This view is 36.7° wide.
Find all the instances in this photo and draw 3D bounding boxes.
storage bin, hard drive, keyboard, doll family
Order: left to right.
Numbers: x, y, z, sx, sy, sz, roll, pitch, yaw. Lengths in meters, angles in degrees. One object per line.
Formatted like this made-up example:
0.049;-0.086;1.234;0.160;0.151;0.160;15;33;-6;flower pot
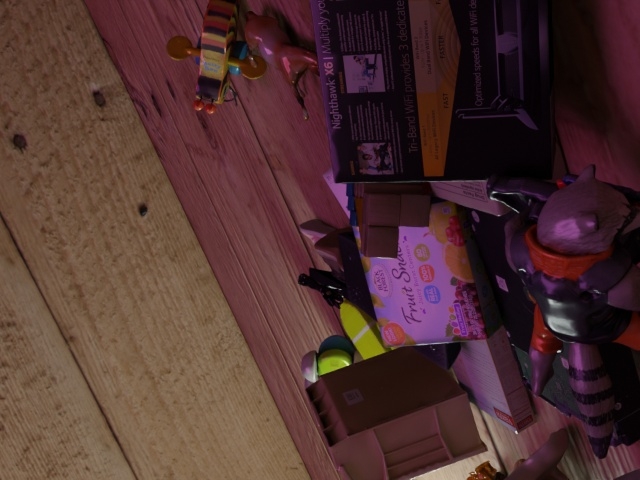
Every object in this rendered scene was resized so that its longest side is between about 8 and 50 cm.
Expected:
0.056;0.104;1.876;0.317;0.202;0.033;25;102;63;keyboard
0.127;0.318;1.764;0.262;0.261;0.123;-124;15;-71;storage bin
0.134;0.091;1.612;0.255;0.054;0.172;34;147;41;hard drive
0.330;0.476;1.736;0.163;0.118;0.263;58;163;15;doll family
0.306;0.083;1.268;0.338;0.064;0.237;69;166;-19;hard drive

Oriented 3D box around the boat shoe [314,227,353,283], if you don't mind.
0.077;0.045;1.863;0.092;0.103;0.285;59;165;-20;boat shoe

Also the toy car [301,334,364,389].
0.041;0.299;2.320;0.182;0.159;0.136;82;-169;-48;toy car

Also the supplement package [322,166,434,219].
0.107;-0.064;1.518;0.105;0.105;0.179;-42;74;37;supplement package

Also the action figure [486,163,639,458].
0.306;0.066;0.945;0.341;0.178;0.330;12;145;39;action figure

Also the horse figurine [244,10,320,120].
-0.076;-0.340;1.763;0.263;0.066;0.174;51;166;26;horse figurine

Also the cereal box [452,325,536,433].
0.264;0.186;1.605;0.173;0.047;0.240;29;145;62;cereal box

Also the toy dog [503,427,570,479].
0.369;0.569;1.476;0.408;0.285;0.395;48;149;19;toy dog

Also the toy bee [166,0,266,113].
-0.202;-0.343;1.962;0.195;0.162;0.298;1;140;20;toy bee

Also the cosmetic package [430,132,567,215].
0.173;-0.200;1.166;0.160;0.113;0.309;27;142;62;cosmetic package

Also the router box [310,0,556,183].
0.120;-0.214;1.019;0.081;0.243;0.308;-61;-32;-59;router box

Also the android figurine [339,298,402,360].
0.124;0.218;2.050;0.272;0.056;0.248;58;163;12;android figurine

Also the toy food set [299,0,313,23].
-0.010;-0.385;1.572;0.082;0.020;0.083;64;163;-6;toy food set

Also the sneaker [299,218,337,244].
0.000;0.000;2.084;0.134;0.051;0.070;24;134;57;sneaker

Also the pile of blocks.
0.097;-0.113;1.374;0.149;0.113;0.362;107;163;-54;pile of blocks

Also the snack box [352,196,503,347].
0.154;0.045;1.404;0.175;0.070;0.207;-8;100;34;snack box

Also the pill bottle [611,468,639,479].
0.463;0.479;1.195;0.362;0.210;0.210;61;163;4;pill bottle
